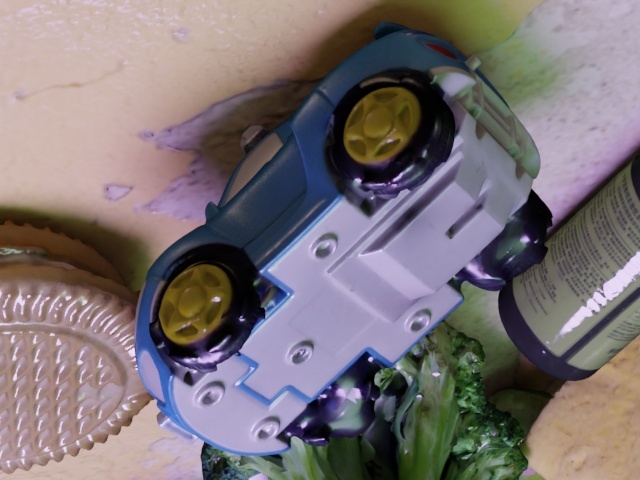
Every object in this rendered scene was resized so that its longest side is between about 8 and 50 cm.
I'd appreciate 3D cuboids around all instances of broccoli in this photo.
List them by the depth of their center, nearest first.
[{"bbox_3d":[0.037,0.186,1.411,0.265,0.245,0.294,-42,138,14],"label":"broccoli"}]

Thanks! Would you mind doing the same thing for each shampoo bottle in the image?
[{"bbox_3d":[0.253,-0.011,1.352,0.101,0.101,0.284,13,135,-36],"label":"shampoo bottle"}]

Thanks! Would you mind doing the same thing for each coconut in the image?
[{"bbox_3d":[0.173,0.165,1.578,0.081,0.083,0.082,-9,136,14],"label":"coconut"}]

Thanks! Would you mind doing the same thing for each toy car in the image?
[{"bbox_3d":[0.000,0.000,1.199,0.314,0.166,0.198,-44,139,8],"label":"toy car"}]

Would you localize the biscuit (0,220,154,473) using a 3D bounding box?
[{"bbox_3d":[-0.237,0.082,1.290,0.259,0.079,0.259,-11,144,-8],"label":"biscuit"}]

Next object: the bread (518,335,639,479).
[{"bbox_3d":[0.340,0.155,1.511,0.263,0.198,0.236,23,102,-47],"label":"bread"}]
